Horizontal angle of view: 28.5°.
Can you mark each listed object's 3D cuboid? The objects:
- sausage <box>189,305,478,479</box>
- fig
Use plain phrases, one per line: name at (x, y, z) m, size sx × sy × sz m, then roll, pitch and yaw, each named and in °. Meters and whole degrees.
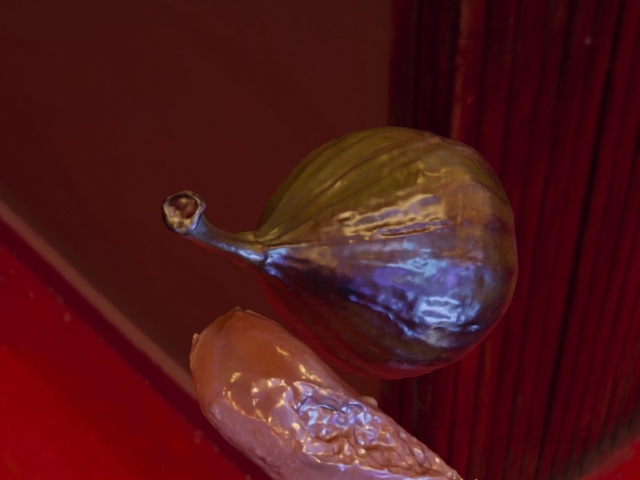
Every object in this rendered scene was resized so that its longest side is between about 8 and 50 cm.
sausage at (0.029, 0.073, 0.332) m, size 0.158 × 0.042 × 0.036 m, roll 37°, pitch 83°, yaw 0°
fig at (0.000, 0.000, 0.992) m, size 0.321 × 0.217 × 0.217 m, roll 9°, pitch 34°, yaw -40°
